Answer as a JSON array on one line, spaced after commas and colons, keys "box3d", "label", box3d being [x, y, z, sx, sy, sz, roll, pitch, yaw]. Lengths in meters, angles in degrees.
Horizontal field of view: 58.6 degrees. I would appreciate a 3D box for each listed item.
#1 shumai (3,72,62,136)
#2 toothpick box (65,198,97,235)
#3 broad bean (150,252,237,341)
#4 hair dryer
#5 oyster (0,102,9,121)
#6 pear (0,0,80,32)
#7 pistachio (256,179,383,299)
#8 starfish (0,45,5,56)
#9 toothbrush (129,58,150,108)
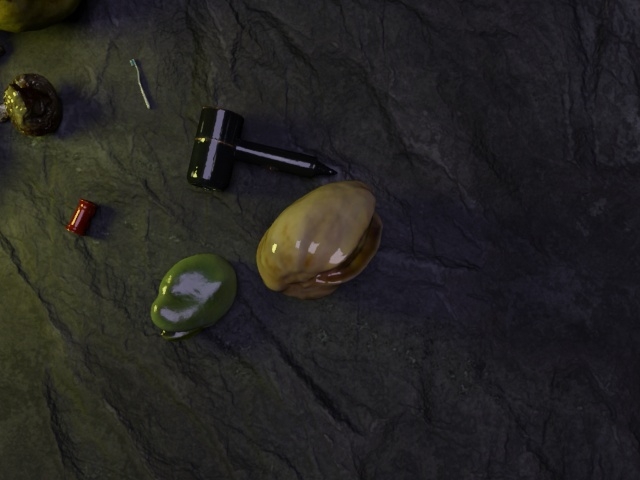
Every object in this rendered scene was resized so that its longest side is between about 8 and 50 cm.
[{"box3d": [-0.671, -0.314, 1.335, 0.123, 0.105, 0.139, -7, 117, -30], "label": "shumai"}, {"box3d": [-0.567, -0.056, 1.355, 0.047, 0.047, 0.083, 24, 84, -1], "label": "toothpick box"}, {"box3d": [-0.295, 0.134, 1.335, 0.169, 0.100, 0.228, 31, 83, -8], "label": "broad bean"}, {"box3d": [-0.132, -0.184, 1.370, 0.351, 0.107, 0.189, 13, 88, -8], "label": "hair dryer"}, {"box3d": [-0.744, -0.322, 1.372, 0.093, 0.034, 0.051, -34, 72, 6], "label": "oyster"}, {"box3d": [-0.704, -0.625, 1.276, 0.303, 0.304, 0.304, 0, 86, -3], "label": "pear"}, {"box3d": [0.000, 0.000, 1.302, 0.321, 0.229, 0.238, -38, 55, -13], "label": "pistachio"}, {"box3d": [-0.939, -0.267, 1.318, 0.383, 0.132, 0.399, -7, 83, 1], "label": "starfish"}, {"box3d": [-0.442, -0.385, 1.403, 0.013, 0.011, 0.132, -20, 87, -17], "label": "toothbrush"}]
